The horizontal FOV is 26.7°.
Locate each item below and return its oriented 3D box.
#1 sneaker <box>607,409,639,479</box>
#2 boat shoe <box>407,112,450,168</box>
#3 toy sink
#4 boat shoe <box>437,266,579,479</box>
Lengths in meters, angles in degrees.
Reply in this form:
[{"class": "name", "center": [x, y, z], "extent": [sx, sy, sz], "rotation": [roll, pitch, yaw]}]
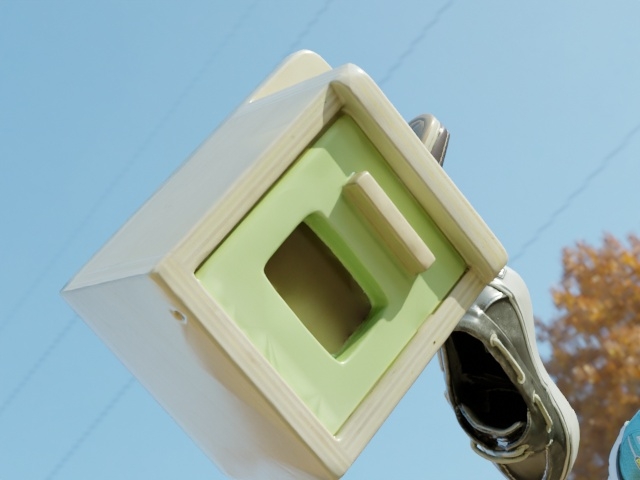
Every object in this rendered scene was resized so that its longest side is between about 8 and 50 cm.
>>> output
[{"class": "sneaker", "center": [0.366, 0.216, 1.080], "extent": [0.107, 0.275, 0.110], "rotation": [-37, -37, -58]}, {"class": "boat shoe", "center": [0.089, -0.006, 1.559], "extent": [0.092, 0.103, 0.285], "rotation": [26, -99, -21]}, {"class": "toy sink", "center": [0.000, 0.000, 0.765], "extent": [0.153, 0.131, 0.234], "rotation": [51, -121, -17]}, {"class": "boat shoe", "center": [0.121, 0.113, 0.924], "extent": [0.078, 0.070, 0.219], "rotation": [-2, -48, 27]}]
